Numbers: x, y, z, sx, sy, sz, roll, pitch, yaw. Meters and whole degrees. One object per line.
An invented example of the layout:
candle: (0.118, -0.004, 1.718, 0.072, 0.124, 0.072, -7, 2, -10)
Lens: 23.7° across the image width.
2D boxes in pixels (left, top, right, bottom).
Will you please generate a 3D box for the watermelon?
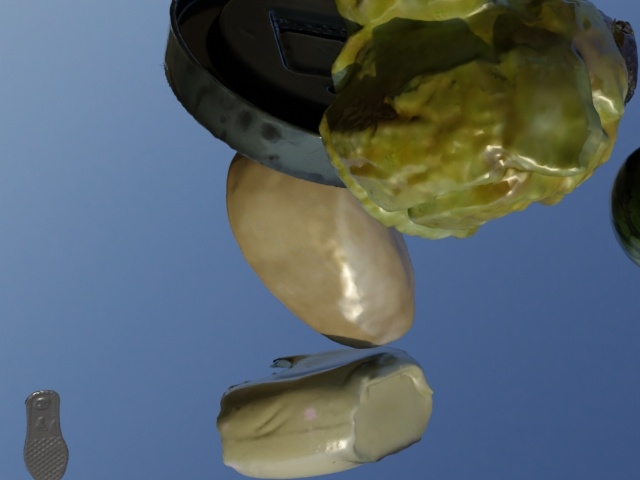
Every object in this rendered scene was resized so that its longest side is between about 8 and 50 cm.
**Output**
watermelon: (0.361, -0.018, 1.525, 0.141, 0.141, 0.187, -28, -139, 36)

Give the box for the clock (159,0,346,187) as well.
clock: (0.001, -0.172, 1.523, 0.325, 0.325, 0.067, -86, -167, -53)

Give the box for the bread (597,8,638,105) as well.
bread: (0.255, -0.206, 1.652, 0.103, 0.172, 0.132, -40, -141, 52)

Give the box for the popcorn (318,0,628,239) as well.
popcorn: (0.129, -0.138, 1.295, 0.276, 0.276, 0.225, -62, -168, -28)

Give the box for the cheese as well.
cheese: (0.004, 0.209, 1.892, 0.233, 0.127, 0.266, -6, -175, 39)

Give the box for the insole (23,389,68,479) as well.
insole: (-0.270, 0.194, 1.495, 0.002, 0.045, 0.135, -115, -157, -46)

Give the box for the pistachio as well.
pistachio: (0.000, 0.000, 1.862, 0.188, 0.299, 0.187, -32, -172, 5)
